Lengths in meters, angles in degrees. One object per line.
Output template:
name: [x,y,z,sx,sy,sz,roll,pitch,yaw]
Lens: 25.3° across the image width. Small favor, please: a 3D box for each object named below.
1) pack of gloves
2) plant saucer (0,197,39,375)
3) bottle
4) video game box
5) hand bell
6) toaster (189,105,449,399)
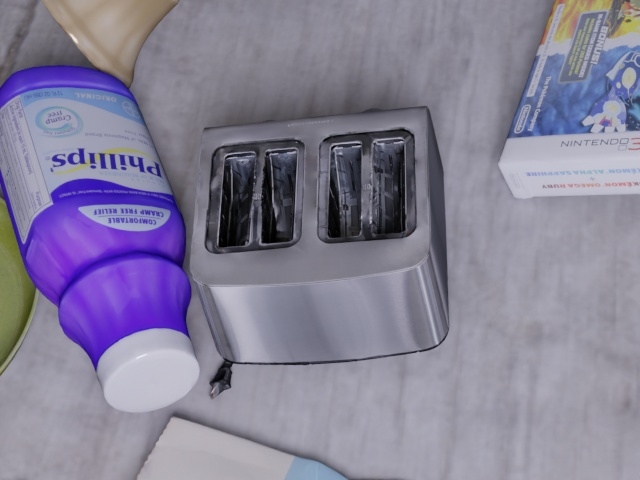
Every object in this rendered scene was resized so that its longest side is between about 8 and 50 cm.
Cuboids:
pack of gloves: [-0.024,0.220,0.882,0.232,0.046,0.195,12,46,16]
plant saucer: [-0.318,0.058,1.056,0.241,0.037,0.241,-5,53,7]
bottle: [-0.158,-0.007,1.024,0.118,0.092,0.282,2,45,-30]
video game box: [0.244,-0.121,1.036,0.187,0.048,0.205,1,52,31]
hand bell: [-0.100,-0.242,1.137,0.242,0.126,0.126,-37,53,5]
toaster: [0.000,0.000,0.986,0.168,0.110,0.185,-5,53,9]
